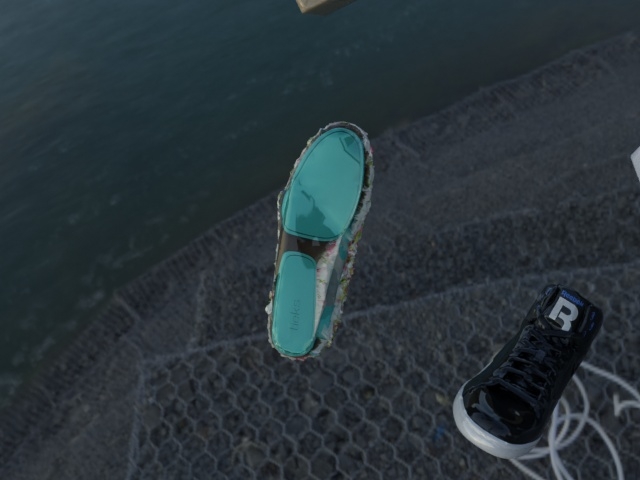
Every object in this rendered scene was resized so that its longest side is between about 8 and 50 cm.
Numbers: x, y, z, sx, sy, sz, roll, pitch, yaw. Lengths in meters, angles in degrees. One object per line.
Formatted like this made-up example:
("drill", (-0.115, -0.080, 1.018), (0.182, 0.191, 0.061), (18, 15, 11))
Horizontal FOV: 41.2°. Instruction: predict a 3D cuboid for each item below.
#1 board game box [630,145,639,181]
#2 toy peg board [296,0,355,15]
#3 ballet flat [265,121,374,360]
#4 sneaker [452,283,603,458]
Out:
("board game box", (0.434, 0.065, 0.692), (0.319, 0.066, 0.318), (16, 46, -19))
("toy peg board", (0.050, -0.257, 0.702), (0.161, 0.079, 0.161), (-23, 10, 12))
("ballet flat", (0.000, 0.000, 0.827), (0.091, 0.241, 0.077), (20, 15, 15))
("sneaker", (0.189, 0.099, 0.753), (0.079, 0.121, 0.217), (29, 21, 19))
